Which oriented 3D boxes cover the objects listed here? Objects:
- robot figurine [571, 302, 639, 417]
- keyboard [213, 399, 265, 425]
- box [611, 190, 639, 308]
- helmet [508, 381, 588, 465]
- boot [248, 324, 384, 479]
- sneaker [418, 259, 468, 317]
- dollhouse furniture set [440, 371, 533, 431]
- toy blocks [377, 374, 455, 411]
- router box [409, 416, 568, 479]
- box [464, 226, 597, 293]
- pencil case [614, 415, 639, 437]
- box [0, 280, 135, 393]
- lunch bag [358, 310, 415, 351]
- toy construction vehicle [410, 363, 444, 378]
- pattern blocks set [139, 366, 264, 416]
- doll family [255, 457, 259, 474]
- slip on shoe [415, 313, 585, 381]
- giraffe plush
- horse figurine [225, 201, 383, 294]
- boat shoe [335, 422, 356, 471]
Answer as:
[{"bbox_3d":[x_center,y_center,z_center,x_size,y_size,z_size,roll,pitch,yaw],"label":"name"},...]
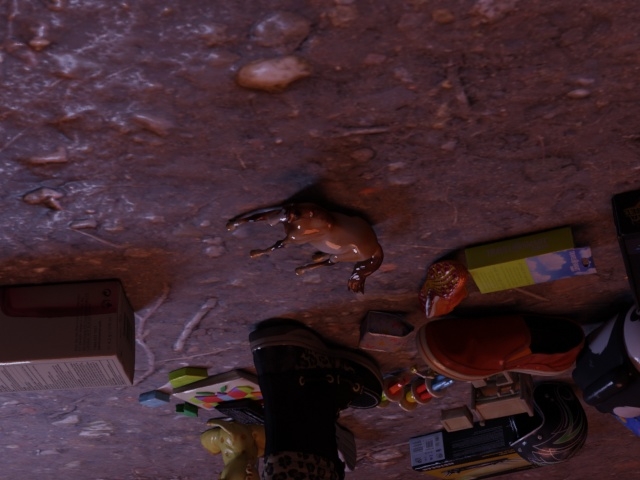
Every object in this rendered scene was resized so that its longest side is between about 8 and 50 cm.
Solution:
[{"bbox_3d":[0.554,0.201,1.754,0.173,0.209,0.278,19,148,-10],"label":"robot figurine"},{"bbox_3d":[-0.141,0.359,2.091,0.108,0.023,0.180,-11,159,11],"label":"keyboard"},{"bbox_3d":[0.584,-0.004,1.454,0.295,0.073,0.293,-11,152,16],"label":"box"},{"bbox_3d":[0.482,0.396,2.145,0.169,0.162,0.169,-3,154,-2],"label":"helmet"},{"bbox_3d":[0.003,0.330,1.801,0.138,0.284,0.377,-16,151,23],"label":"boot"},{"bbox_3d":[0.200,0.068,1.572,0.067,0.064,0.175,-15,163,-14],"label":"sneaker"},{"bbox_3d":[0.306,0.276,1.991,0.181,0.101,0.161,-16,130,24],"label":"dollhouse furniture set"},{"bbox_3d":[0.185,0.293,2.016,0.123,0.054,0.148,11,150,-29],"label":"toy blocks"},{"bbox_3d":[0.409,0.510,2.458,0.308,0.081,0.243,-21,149,31],"label":"router box"},{"bbox_3d":[0.315,0.030,1.512,0.178,0.043,0.109,-12,153,16],"label":"box"},{"bbox_3d":[0.621,0.321,1.895,0.133,0.119,0.306,21,-170,-13],"label":"pencil case"},{"bbox_3d":[-0.413,0.152,1.562,0.232,0.127,0.149,-3,154,-1],"label":"box"},{"bbox_3d":[0.113,0.157,1.733,0.083,0.053,0.071,11,150,-7],"label":"lunch bag"},{"bbox_3d":[0.233,0.239,1.934,0.098,0.035,0.086,12,150,-29],"label":"toy construction vehicle"},{"bbox_3d":[-0.186,0.301,2.013,0.324,0.026,0.285,-25,147,37],"label":"pattern blocks set"},{"bbox_3d":[-0.094,0.579,2.434,0.118,0.163,0.263,11,150,-28],"label":"doll family"},{"bbox_3d":[0.311,0.171,1.730,0.331,0.123,0.101,4,140,-24],"label":"slip on shoe"},{"bbox_3d":[-0.177,0.496,2.246,0.181,0.171,0.210,-1,154,-6],"label":"giraffe plush"},{"bbox_3d":[0.000,0.000,1.384,0.174,0.066,0.263,-20,148,41],"label":"horse figurine"},{"bbox_3d":[0.022,0.470,2.346,0.075,0.083,0.226,-1,145,21],"label":"boat shoe"}]
